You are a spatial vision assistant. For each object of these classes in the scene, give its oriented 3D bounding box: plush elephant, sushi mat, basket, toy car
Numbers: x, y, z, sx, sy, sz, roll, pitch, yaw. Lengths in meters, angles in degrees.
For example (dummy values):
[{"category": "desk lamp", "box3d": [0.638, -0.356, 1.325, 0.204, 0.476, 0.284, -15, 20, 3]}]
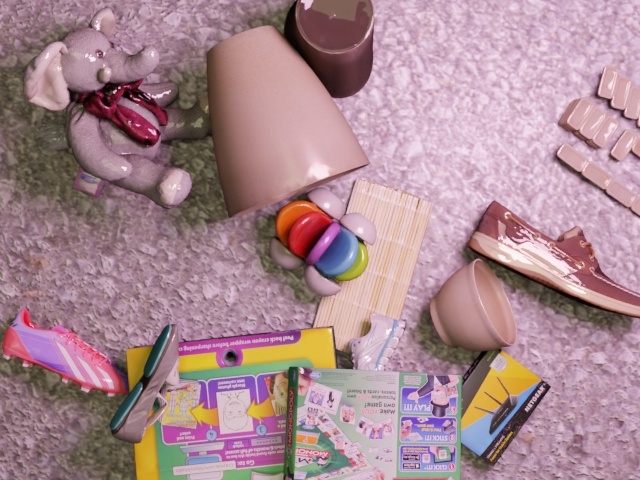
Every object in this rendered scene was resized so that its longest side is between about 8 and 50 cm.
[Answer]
[{"category": "plush elephant", "box3d": [-0.346, -0.246, 1.551, 0.329, 0.272, 0.255, 10, 134, 13]}, {"category": "sushi mat", "box3d": [0.094, 0.055, 1.695, 0.151, 0.019, 0.317, 16, 89, -1]}, {"category": "basket", "box3d": [0.018, -0.361, 1.594, 0.154, 0.227, 0.204, -25, 90, -2]}, {"category": "toy car", "box3d": [0.000, 0.000, 1.622, 0.182, 0.136, 0.159, 37, 92, 10]}]

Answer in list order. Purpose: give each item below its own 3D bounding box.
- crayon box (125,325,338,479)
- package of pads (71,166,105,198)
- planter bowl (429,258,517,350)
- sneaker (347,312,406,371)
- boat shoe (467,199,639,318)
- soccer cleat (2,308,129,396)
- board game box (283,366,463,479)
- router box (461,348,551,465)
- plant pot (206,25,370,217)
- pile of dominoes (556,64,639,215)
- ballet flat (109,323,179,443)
[{"category": "crayon box", "box3d": [-0.139, 0.324, 1.625, 0.362, 0.106, 0.313, -6, 86, 1]}, {"category": "package of pads", "box3d": [-0.408, -0.122, 1.672, 0.050, 0.032, 0.083, 22, 89, -4]}, {"category": "planter bowl", "box3d": [0.261, 0.126, 1.643, 0.109, 0.162, 0.162, -24, 90, 24]}, {"category": "sneaker", "box3d": [0.078, 0.216, 1.655, 0.082, 0.071, 0.191, 25, 81, 6]}, {"category": "boat shoe", "box3d": [0.439, 0.031, 1.661, 0.342, 0.123, 0.123, 25, 90, 5]}, {"category": "soccer cleat", "box3d": [-0.440, 0.202, 1.646, 0.248, 0.083, 0.095, 20, 84, 1]}, {"category": "board game box", "box3d": [0.094, 0.326, 1.571, 0.317, 0.046, 0.214, 7, 81, -24]}, {"category": "router box", "box3d": [0.309, 0.295, 1.685, 0.133, 0.046, 0.179, 36, 88, -1]}, {"category": "plant pot", "box3d": [-0.084, -0.209, 1.568, 0.256, 0.256, 0.274, -22, 92, -2]}, {"category": "pile of dominoes", "box3d": [0.563, -0.177, 1.718, 0.251, 0.040, 0.196, 34, 88, -10]}, {"category": "ballet flat", "box3d": [-0.276, 0.242, 1.558, 0.068, 0.072, 0.213, 30, 89, -21]}]
